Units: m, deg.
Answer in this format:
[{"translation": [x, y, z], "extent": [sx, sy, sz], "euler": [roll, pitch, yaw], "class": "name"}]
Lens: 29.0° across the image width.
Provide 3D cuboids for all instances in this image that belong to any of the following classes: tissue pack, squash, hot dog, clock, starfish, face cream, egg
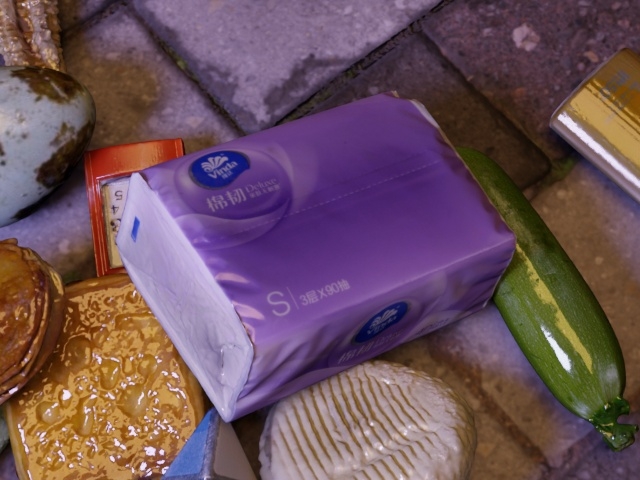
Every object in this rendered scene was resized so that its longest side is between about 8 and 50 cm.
[{"translation": [0.000, 0.000, 1.248], "extent": [0.338, 0.160, 0.242], "euler": [-22, 61, -30], "class": "tissue pack"}, {"translation": [0.230, 0.052, 1.324], "extent": [0.101, 0.101, 0.379], "euler": [-25, 68, -10], "class": "squash"}, {"translation": [-0.371, 0.097, 1.189], "extent": [0.259, 0.114, 0.175], "euler": [-19, 43, -20], "class": "hot dog"}, {"translation": [-0.197, -0.027, 1.369], "extent": [0.113, 0.061, 0.155], "euler": [-8, 72, -4], "class": "clock"}, {"translation": [-0.307, -0.360, 1.481], "extent": [0.324, 0.082, 0.432], "euler": [-34, 75, -12], "class": "starfish"}, {"translation": [0.407, -0.086, 1.397], "extent": [0.139, 0.067, 0.285], "euler": [-43, 76, -13], "class": "face cream"}, {"translation": [-0.349, -0.104, 1.330], "extent": [0.231, 0.169, 0.169], "euler": [-29, 71, 3], "class": "egg"}]

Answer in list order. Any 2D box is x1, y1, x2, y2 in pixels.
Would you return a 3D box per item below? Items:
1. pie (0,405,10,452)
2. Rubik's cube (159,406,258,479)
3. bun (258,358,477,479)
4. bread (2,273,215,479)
[{"translation": [-0.464, 0.157, 1.285], "extent": [0.323, 0.070, 0.323], "euler": [1, 70, -3], "class": "pie"}, {"translation": [-0.115, 0.341, 1.151], "extent": [0.229, 0.233, 0.228], "euler": [-27, 47, -35], "class": "Rubik's cube"}, {"translation": [0.048, 0.218, 1.235], "extent": [0.220, 0.134, 0.220], "euler": [-6, 41, 5], "class": "bun"}, {"translation": [-0.219, 0.155, 1.278], "extent": [0.210, 0.099, 0.235], "euler": [-15, 75, -5], "class": "bread"}]
